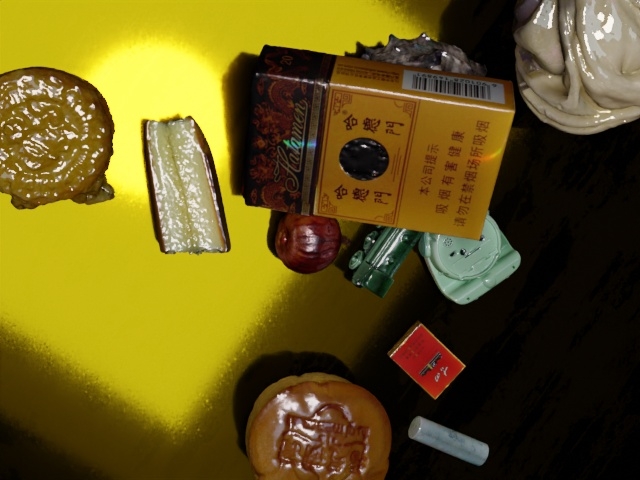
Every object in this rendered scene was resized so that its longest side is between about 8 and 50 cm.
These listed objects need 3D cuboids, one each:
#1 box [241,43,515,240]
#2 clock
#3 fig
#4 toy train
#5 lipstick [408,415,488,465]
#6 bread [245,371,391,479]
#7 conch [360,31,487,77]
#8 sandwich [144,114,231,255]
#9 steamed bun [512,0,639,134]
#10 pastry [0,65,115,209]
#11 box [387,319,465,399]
[{"bbox_3d":[0.085,-0.159,1.520,0.416,0.115,0.264,9,128,1],"label":"box"},{"bbox_3d":[0.262,0.002,1.719,0.159,0.066,0.210,-36,104,-7],"label":"clock"},{"bbox_3d":[-0.014,0.007,1.629,0.128,0.128,0.150,-47,121,-3],"label":"fig"},{"bbox_3d":[0.120,0.018,1.665,0.071,0.111,0.170,34,90,-20],"label":"toy train"},{"bbox_3d":[0.248,0.389,1.785,0.158,0.048,0.048,25,92,-16],"label":"lipstick"},{"bbox_3d":[-0.009,0.365,1.667,0.270,0.148,0.269,-2,99,-14],"label":"bread"},{"bbox_3d":[0.181,-0.235,1.612,0.313,0.186,0.240,12,120,-29],"label":"conch"},{"bbox_3d":[-0.228,-0.093,1.557,0.122,0.128,0.235,-9,100,-8],"label":"sandwich"},{"bbox_3d":[0.439,-0.368,1.563,0.238,0.346,0.394,9,133,-14],"label":"steamed bun"},{"bbox_3d":[-0.454,-0.164,1.486,0.240,0.132,0.235,-2,98,-12],"label":"pastry"},{"bbox_3d":[0.203,0.229,1.763,0.090,0.023,0.133,-45,105,-1],"label":"box"}]
